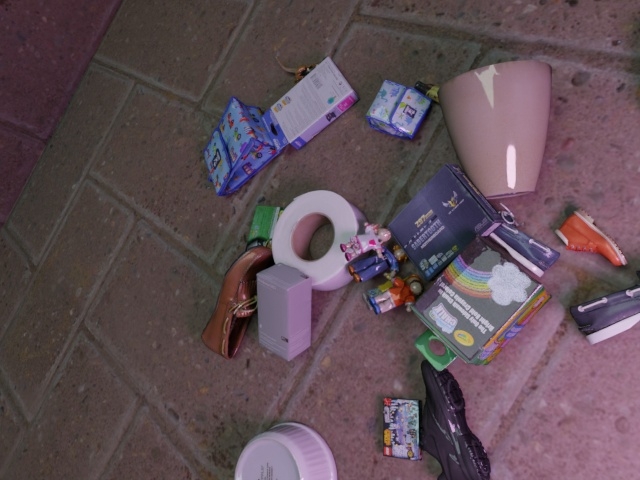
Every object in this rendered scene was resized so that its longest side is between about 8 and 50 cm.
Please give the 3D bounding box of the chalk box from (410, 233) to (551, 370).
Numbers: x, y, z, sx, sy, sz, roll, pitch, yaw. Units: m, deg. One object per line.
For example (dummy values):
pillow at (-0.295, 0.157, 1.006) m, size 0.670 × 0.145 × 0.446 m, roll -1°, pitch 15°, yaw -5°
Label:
chalk box at (0.341, 0.163, 1.067) m, size 0.289 × 0.179 × 0.180 m, roll -50°, pitch 57°, yaw 11°

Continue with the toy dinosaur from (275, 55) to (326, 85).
toy dinosaur at (-0.069, -0.584, 1.632) m, size 0.212 × 0.064 × 0.112 m, roll 4°, pitch 59°, yaw 23°

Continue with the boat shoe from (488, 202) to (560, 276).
boat shoe at (0.438, -0.024, 1.112) m, size 0.079 × 0.095 × 0.254 m, roll -50°, pitch 58°, yaw 11°

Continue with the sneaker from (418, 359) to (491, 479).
sneaker at (0.273, 0.416, 1.078) m, size 0.130 × 0.109 × 0.286 m, roll -30°, pitch 59°, yaw 28°

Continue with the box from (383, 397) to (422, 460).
box at (0.200, 0.457, 1.153) m, size 0.094 × 0.027 × 0.136 m, roll -8°, pitch 72°, yaw 31°

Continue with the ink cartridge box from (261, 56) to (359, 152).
ink cartridge box at (-0.042, -0.436, 1.558) m, size 0.311 × 0.065 × 0.185 m, roll -35°, pitch 60°, yaw 15°

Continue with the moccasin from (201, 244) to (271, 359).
moccasin at (-0.236, 0.189, 1.423) m, size 0.147 × 0.139 × 0.379 m, roll 33°, pitch 102°, yaw 24°

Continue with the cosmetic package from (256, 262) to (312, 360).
cosmetic package at (-0.100, 0.195, 1.311) m, size 0.127 × 0.107 × 0.237 m, roll 19°, pitch 123°, yaw 36°

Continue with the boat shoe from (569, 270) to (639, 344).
boat shoe at (0.651, 0.100, 0.932) m, size 0.303 × 0.114 × 0.091 m, roll -34°, pitch 66°, yaw 18°

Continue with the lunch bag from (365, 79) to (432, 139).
lunch bag at (0.226, -0.371, 1.358) m, size 0.151 × 0.096 × 0.128 m, roll 28°, pitch 89°, yaw 20°

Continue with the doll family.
doll family at (0.168, 0.081, 1.226) m, size 0.163 × 0.118 × 0.262 m, roll -22°, pitch 64°, yaw -10°

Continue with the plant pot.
plant pot at (0.423, -0.241, 1.123) m, size 0.257 × 0.257 × 0.273 m, roll -7°, pitch 89°, yaw 30°

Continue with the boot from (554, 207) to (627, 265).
boot at (0.590, 0.009, 1.035) m, size 0.085 × 0.059 × 0.157 m, roll -43°, pitch 49°, yaw 17°

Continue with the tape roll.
tape roll at (0.000, 0.000, 1.374) m, size 0.286 × 0.100 × 0.285 m, roll -10°, pitch 71°, yaw 30°

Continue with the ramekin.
ramekin at (-0.102, 0.619, 1.230) m, size 0.273 × 0.127 × 0.272 m, roll -10°, pitch 71°, yaw 29°

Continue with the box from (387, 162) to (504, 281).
box at (0.292, -0.040, 1.137) m, size 0.232 × 0.059 × 0.183 m, roll -49°, pitch 59°, yaw 34°

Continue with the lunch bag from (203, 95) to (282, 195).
lunch bag at (-0.305, -0.309, 1.662) m, size 0.293 × 0.138 × 0.220 m, roll -44°, pitch 57°, yaw 28°

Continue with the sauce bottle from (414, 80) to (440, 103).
sauce bottle at (0.322, -0.418, 1.339) m, size 0.128 × 0.042 × 0.042 m, roll 39°, pitch 97°, yaw 37°

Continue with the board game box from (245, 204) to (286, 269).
board game box at (-0.180, 0.016, 1.525) m, size 0.136 × 0.030 × 0.259 m, roll 7°, pitch 79°, yaw 35°
